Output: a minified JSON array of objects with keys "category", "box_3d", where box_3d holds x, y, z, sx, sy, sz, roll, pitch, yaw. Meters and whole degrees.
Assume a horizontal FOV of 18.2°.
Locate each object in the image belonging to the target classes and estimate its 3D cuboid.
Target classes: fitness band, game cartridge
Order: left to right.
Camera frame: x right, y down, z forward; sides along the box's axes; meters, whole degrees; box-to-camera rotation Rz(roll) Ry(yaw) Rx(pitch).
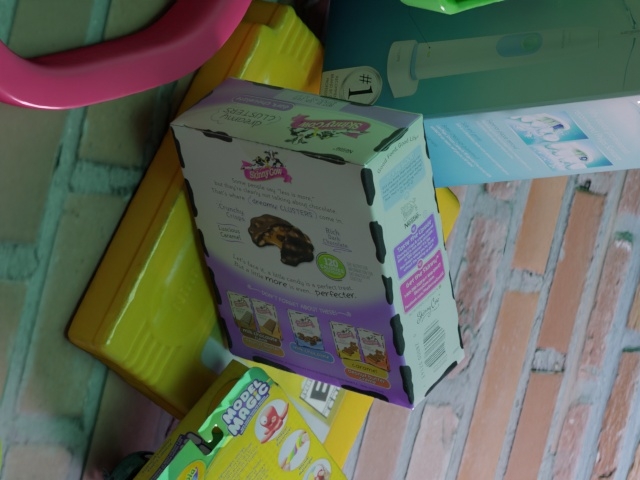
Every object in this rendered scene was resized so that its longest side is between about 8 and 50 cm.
[{"category":"fitness band","box_3d":[-0.137,-0.192,1.252,0.291,0.054,0.209,-20,122,-49]},{"category":"game cartridge","box_3d":[-0.027,0.016,1.488,0.323,0.052,0.285,44,67,-53]}]

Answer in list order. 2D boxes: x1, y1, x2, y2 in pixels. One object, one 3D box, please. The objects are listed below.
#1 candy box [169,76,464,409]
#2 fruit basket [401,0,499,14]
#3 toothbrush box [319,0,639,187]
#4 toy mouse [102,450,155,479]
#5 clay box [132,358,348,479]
[{"category":"candy box","box_3d":[0.000,0.000,1.342,0.070,0.165,0.196,-42,133,-38]},{"category":"fruit basket","box_3d":[0.125,-0.331,1.236,0.283,0.392,0.392,-25,124,-66]},{"category":"toothbrush box","box_3d":[0.161,-0.166,1.424,0.126,0.295,0.216,36,53,-54]},{"category":"toy mouse","box_3d":[-0.129,0.199,1.432,0.143,0.031,0.161,-58,143,-22]},{"category":"clay box","box_3d":[-0.055,0.182,1.440,0.127,0.053,0.222,-50,140,-16]}]
